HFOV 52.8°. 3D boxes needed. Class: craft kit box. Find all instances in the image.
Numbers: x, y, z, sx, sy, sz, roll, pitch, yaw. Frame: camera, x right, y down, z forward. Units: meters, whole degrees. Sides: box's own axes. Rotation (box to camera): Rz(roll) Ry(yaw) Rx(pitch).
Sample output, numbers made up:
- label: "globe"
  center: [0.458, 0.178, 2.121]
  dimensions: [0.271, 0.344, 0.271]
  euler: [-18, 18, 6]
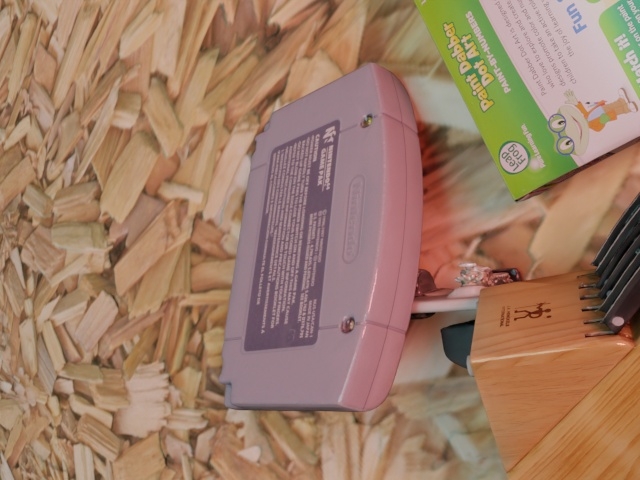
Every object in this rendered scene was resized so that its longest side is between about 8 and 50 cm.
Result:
- label: "craft kit box"
  center: [0.178, -0.187, 0.407]
  dimensions: [0.247, 0.061, 0.249]
  euler: [-30, 81, 41]

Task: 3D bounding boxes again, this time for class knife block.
- label: "knife block"
  center: [0.224, 0.085, 0.383]
  dimensions: [0.242, 0.088, 0.275]
  euler: [-11, 112, 24]

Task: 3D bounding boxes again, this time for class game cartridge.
- label: "game cartridge"
  center: [0.000, 0.000, 0.567]
  dimensions: [0.196, 0.060, 0.294]
  euler: [-17, 60, 50]

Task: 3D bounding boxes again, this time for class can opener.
- label: "can opener"
  center: [0.068, 0.067, 0.561]
  dimensions: [0.280, 0.074, 0.093]
  euler: [-6, 92, 46]
